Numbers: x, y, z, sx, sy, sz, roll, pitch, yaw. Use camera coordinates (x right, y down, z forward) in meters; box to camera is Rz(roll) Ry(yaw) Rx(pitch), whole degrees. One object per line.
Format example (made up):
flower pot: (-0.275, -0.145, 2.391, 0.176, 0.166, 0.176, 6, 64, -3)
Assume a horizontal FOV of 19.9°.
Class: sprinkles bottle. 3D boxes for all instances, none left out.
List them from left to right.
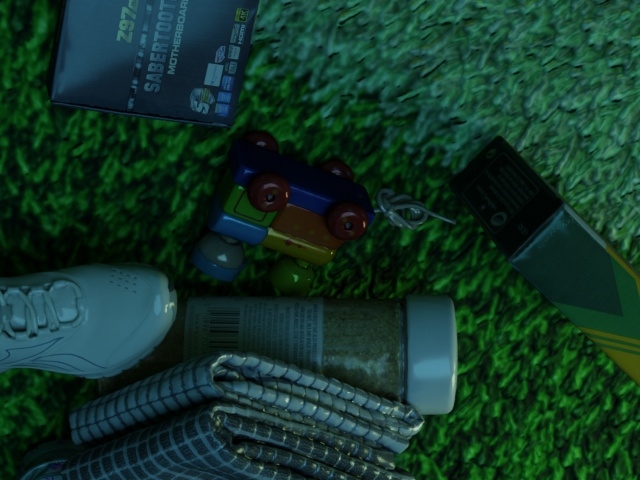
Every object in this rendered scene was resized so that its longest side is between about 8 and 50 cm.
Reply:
sprinkles bottle: (-0.043, 0.113, 1.834, 0.355, 0.121, 0.121, 0, 112, 0)

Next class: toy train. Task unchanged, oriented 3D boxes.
toy train: (0.000, 0.000, 1.855, 0.248, 0.105, 0.143, 20, 116, -21)

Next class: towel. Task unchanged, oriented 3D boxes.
towel: (-0.073, 0.217, 1.771, 0.284, 0.121, 0.235, 23, 145, -36)

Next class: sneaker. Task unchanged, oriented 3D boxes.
sneaker: (-0.279, 0.080, 1.735, 0.297, 0.129, 0.111, -11, 77, 16)

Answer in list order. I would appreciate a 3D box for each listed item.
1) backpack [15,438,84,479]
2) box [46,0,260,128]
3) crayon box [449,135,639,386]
backpack: (-0.254, 0.299, 1.902, 0.152, 0.115, 0.182, -9, 111, -7)
box: (-0.152, -0.232, 1.737, 0.183, 0.059, 0.232, 8, 110, -16)
crayon box: (0.290, 0.051, 1.886, 0.083, 0.203, 0.323, -46, 115, 7)
